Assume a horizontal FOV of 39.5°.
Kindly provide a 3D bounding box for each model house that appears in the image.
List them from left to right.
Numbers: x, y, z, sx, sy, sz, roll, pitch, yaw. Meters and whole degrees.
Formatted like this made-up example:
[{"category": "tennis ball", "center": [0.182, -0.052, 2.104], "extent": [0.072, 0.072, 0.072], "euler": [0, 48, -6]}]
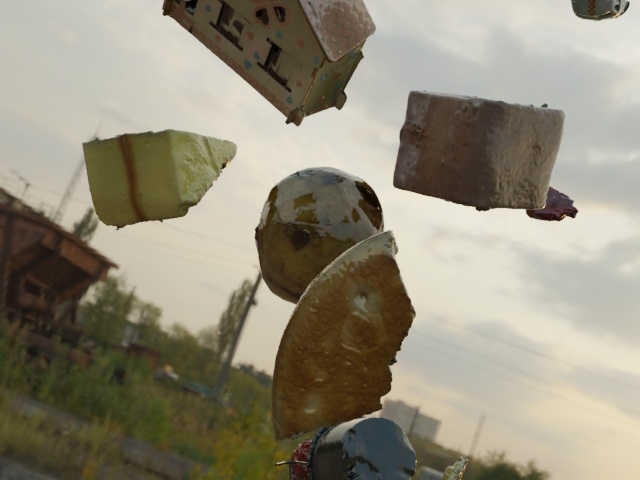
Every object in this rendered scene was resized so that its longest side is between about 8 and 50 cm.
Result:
[{"category": "model house", "center": [-0.064, -0.369, 1.365], "extent": [0.326, 0.169, 0.244], "euler": [42, -37, 10]}]

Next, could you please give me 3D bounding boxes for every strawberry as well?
[{"category": "strawberry", "center": [0.013, 0.403, 1.556], "extent": [0.145, 0.086, 0.145], "euler": [16, -40, 14]}]

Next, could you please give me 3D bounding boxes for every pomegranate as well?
[{"category": "pomegranate", "center": [0.000, 0.000, 1.725], "extent": [0.281, 0.281, 0.281], "euler": [20, -12, 4]}]

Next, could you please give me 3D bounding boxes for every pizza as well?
[{"category": "pizza", "center": [0.025, 0.113, 1.000], "extent": [0.134, 0.271, 0.056], "euler": [17, 7, -3]}, {"category": "pizza", "center": [0.251, 0.500, 1.779], "extent": [0.035, 0.160, 0.099], "euler": [21, -19, 17]}]

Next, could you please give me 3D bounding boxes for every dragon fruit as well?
[{"category": "dragon fruit", "center": [0.587, -0.080, 2.284], "extent": [0.063, 0.097, 0.131], "euler": [7, 22, -44]}]

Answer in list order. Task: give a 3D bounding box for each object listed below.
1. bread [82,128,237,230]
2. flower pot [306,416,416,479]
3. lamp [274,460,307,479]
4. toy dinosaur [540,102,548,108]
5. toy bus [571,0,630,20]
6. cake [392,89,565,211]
[{"category": "bread", "center": [-0.329, -0.133, 1.912], "extent": [0.263, 0.199, 0.236], "euler": [-4, 4, 29]}, {"category": "flower pot", "center": [0.069, 0.328, 1.323], "extent": [0.157, 0.157, 0.107], "euler": [23, -29, -10]}, {"category": "lamp", "center": [-0.035, 0.339, 1.123], "extent": [0.041, 0.121, 0.054], "euler": [-2, -16, -2]}, {"category": "toy dinosaur", "center": [0.502, -0.261, 2.123], "extent": [0.055, 0.154, 0.049], "euler": [27, -5, 5]}, {"category": "toy bus", "center": [0.406, -0.416, 1.307], "extent": [0.087, 0.194, 0.089], "euler": [7, 27, 30]}, {"category": "cake", "center": [0.339, -0.193, 1.886], "extent": [0.308, 0.230, 0.237], "euler": [-3, 17, -38]}]
